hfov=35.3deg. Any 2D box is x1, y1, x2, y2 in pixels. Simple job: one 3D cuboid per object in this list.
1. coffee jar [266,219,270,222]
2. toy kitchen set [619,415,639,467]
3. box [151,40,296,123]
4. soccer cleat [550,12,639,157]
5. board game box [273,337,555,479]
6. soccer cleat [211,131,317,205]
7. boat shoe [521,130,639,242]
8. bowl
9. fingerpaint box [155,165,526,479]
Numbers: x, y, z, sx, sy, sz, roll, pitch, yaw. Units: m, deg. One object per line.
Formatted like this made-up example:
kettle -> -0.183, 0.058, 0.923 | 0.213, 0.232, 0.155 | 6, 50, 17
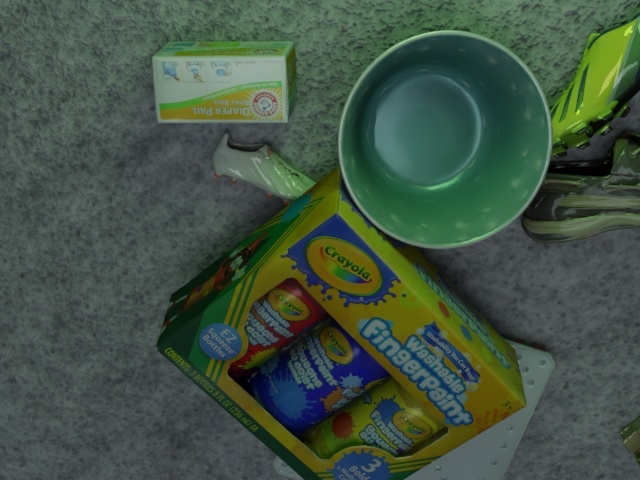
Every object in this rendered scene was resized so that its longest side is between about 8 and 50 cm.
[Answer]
coffee jar -> 0.000, 0.000, 1.628 | 0.184, 0.096, 0.079 | -9, 143, 9
toy kitchen set -> 0.575, 0.353, 1.733 | 0.083, 0.068, 0.075 | 40, 111, -11
box -> -0.143, -0.242, 1.535 | 0.203, 0.114, 0.103 | 0, 113, 4
soccer cleat -> 0.418, -0.240, 1.502 | 0.289, 0.093, 0.121 | -43, 68, 18
board game box -> 0.155, 0.297, 1.762 | 0.390, 0.050, 0.390 | 18, 113, -1
soccer cleat -> -0.078, -0.112, 1.610 | 0.196, 0.068, 0.076 | 20, 110, 0
boat shoe -> 0.475, -0.092, 1.526 | 0.355, 0.132, 0.130 | -13, 109, 10
bowl -> 0.169, -0.154, 1.493 | 0.312, 0.163, 0.311 | -1, 103, -6
fingerpaint box -> 0.036, 0.171, 1.571 | 0.371, 0.163, 0.445 | -36, 112, 21
